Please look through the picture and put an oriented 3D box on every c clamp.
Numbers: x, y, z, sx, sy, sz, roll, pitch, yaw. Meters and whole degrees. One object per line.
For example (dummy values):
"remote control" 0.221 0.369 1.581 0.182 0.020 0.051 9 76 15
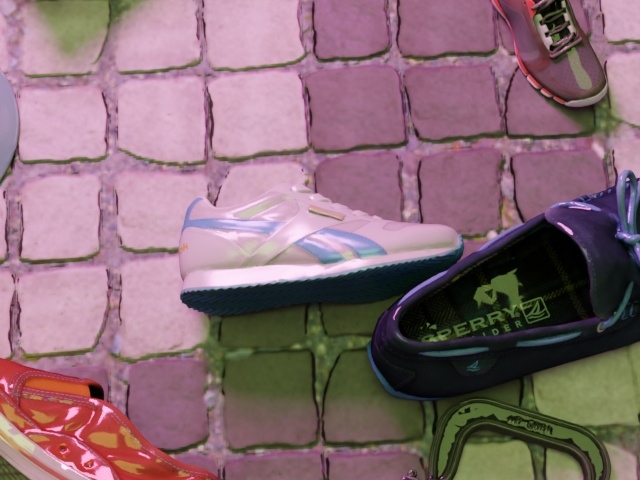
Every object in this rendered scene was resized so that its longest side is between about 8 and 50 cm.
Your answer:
"c clamp" 0.141 0.192 1.183 0.161 0.022 0.137 11 66 7

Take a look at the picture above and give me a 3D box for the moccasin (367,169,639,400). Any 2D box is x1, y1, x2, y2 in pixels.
"moccasin" 0.204 0.035 1.182 0.342 0.117 0.137 -29 73 -8

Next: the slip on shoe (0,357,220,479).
"slip on shoe" -0.213 0.145 1.160 0.331 0.123 0.101 31 54 19

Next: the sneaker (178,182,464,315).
"sneaker" 0.000 0.000 1.218 0.229 0.087 0.092 -4 69 -2

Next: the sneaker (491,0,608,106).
"sneaker" 0.188 -0.183 1.286 0.061 0.065 0.158 -30 72 -8

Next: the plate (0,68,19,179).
"plate" -0.351 -0.097 1.294 0.188 0.024 0.188 -1 71 2
